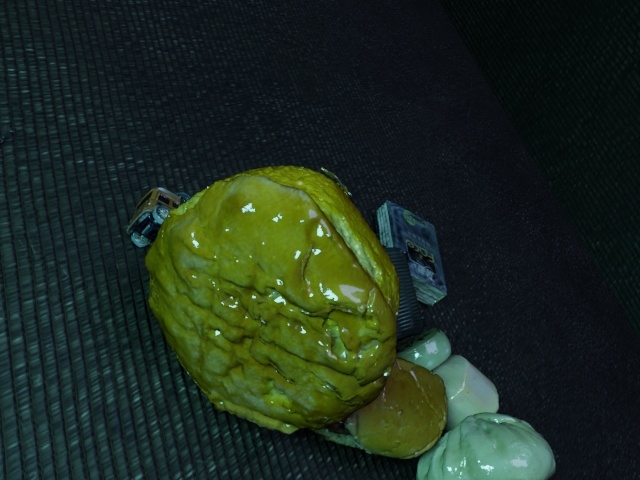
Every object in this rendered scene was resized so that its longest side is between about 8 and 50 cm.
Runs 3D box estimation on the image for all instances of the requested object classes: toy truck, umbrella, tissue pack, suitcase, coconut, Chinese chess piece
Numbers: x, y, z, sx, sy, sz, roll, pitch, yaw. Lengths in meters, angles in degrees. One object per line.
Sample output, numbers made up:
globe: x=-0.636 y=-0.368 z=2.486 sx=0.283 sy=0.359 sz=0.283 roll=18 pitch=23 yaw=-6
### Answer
toy truck: x=-0.230 y=-0.014 z=1.173 sx=0.192 sy=0.083 sz=0.092 roll=30 pitch=38 yaw=-29
umbrella: x=-0.506 y=-0.138 z=1.035 sx=0.013 sy=0.022 sz=0.122 roll=63 pitch=37 yaw=-28
tissue pack: x=0.218 y=0.027 z=1.667 sx=0.173 sy=0.073 sz=0.236 roll=29 pitch=37 yaw=-26
suitcase: x=0.077 y=0.119 z=1.331 sx=0.312 sy=0.128 sz=0.202 roll=-3 pitch=76 yaw=-52
coconut: x=0.266 y=0.309 z=1.376 sx=0.152 sy=0.147 sz=0.147 roll=40 pitch=34 yaw=-11
Chinese chess piece: x=0.191 y=0.229 z=1.365 sx=0.144 sy=0.144 sz=0.059 roll=-26 pitch=87 yaw=-56

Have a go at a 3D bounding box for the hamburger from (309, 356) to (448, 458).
hamburger: x=0.102 y=0.294 z=1.198 sx=0.245 sy=0.155 sz=0.282 roll=57 pitch=38 yaw=-2

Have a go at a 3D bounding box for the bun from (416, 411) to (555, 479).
bun: x=0.291 y=0.396 z=1.228 sx=0.259 sy=0.259 sz=0.160 roll=-4 pitch=66 yaw=-51

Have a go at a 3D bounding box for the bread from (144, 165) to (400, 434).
bread: x=-0.066 y=0.087 z=1.003 sx=0.398 sy=0.398 sz=0.215 roll=47 pitch=34 yaw=-4
